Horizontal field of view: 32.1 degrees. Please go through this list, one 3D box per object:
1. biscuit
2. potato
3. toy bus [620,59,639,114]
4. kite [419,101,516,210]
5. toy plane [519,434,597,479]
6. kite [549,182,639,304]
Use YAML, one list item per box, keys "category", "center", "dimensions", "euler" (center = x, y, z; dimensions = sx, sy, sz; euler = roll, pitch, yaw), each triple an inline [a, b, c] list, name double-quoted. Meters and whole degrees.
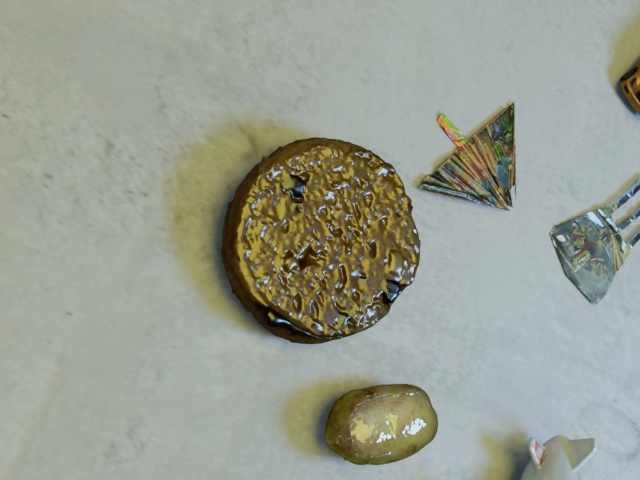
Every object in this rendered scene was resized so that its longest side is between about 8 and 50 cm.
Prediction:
- category: "biscuit"
  center: [-0.001, 0.000, 1.501]
  dimensions: [0.296, 0.075, 0.295]
  euler: [2, 86, -28]
- category: "potato"
  center: [0.082, 0.248, 1.501]
  dimensions: [0.171, 0.080, 0.107]
  euler: [-11, 94, -26]
- category: "toy bus"
  center: [0.587, -0.292, 1.859]
  dimensions: [0.083, 0.088, 0.194]
  euler: [49, 63, -14]
- category: "kite"
  center: [0.242, -0.124, 1.689]
  dimensions: [0.183, 0.014, 0.241]
  euler: [49, 63, -10]
- category: "toy plane"
  center: [0.331, 0.398, 1.576]
  dimensions: [0.252, 0.118, 0.252]
  euler: [13, 71, -42]
- category: "kite"
  center: [0.472, -0.012, 1.792]
  dimensions: [0.245, 0.015, 0.141]
  euler: [-36, 100, -25]
